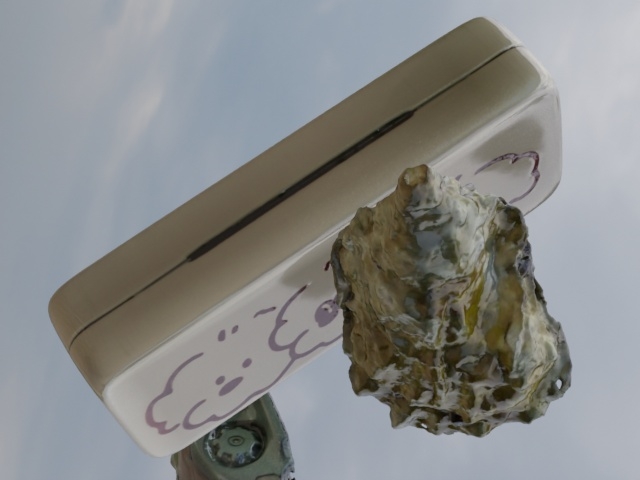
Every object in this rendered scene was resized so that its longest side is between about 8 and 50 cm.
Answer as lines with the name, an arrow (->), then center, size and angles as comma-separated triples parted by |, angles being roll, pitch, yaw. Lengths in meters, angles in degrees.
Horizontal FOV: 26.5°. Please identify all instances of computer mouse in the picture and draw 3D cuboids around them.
computer mouse -> -0.117, 0.225, 1.513 | 0.389, 0.115, 0.199 | -125, -151, -51

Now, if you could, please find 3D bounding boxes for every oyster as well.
oyster -> 0.057, 0.031, 0.570 | 0.045, 0.121, 0.146 | -102, -146, -51

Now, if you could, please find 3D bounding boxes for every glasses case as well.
glasses case -> 0.000, 0.000, 0.861 | 0.076, 0.336, 0.144 | 52, -8, 29
